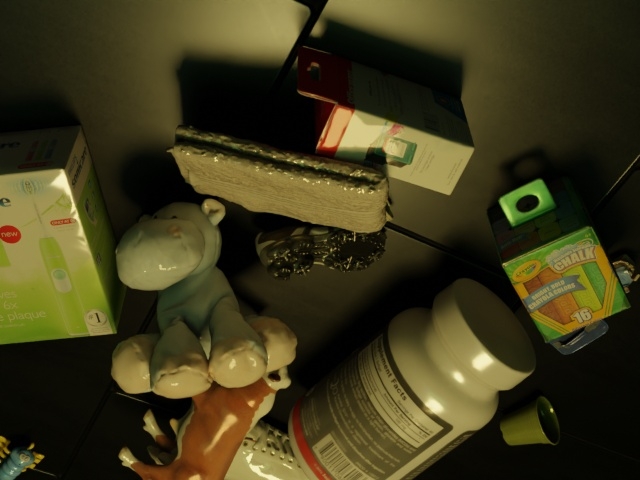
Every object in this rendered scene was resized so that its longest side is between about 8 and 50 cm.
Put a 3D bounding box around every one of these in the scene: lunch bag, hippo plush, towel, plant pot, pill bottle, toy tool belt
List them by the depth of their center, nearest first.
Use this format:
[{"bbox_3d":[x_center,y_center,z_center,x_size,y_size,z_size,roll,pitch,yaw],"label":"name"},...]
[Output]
[{"bbox_3d":[-0.051,-0.073,1.221,0.282,0.049,0.187,13,167,5],"label":"towel"},{"bbox_3d":[-0.157,0.063,1.301,0.234,0.294,0.236,-4,101,24],"label":"hippo plush"},{"bbox_3d":[0.437,0.062,1.414,0.052,0.051,0.083,35,119,-24],"label":"toy tool belt"},{"bbox_3d":[0.137,0.233,1.439,0.210,0.210,0.363,34,119,-23],"label":"pill bottle"},{"bbox_3d":[0.386,0.128,1.454,0.067,0.065,0.098,38,117,-25],"label":"lunch bag"},{"bbox_3d":[0.348,0.311,1.589,0.079,0.083,0.083,-24,124,31],"label":"plant pot"}]

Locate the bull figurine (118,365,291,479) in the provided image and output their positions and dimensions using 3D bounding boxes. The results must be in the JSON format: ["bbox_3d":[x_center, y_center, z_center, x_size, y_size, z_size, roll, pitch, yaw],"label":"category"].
[{"bbox_3d":[-0.179,0.274,1.484,0.188,0.101,0.310,28,101,5],"label":"bull figurine"}]

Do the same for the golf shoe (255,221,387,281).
[{"bbox_3d":[0.000,0.000,1.354,0.198,0.094,0.077,-4,118,-29],"label":"golf shoe"}]

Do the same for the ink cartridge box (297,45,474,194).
[{"bbox_3d":[0.068,-0.154,1.195,0.231,0.134,0.078,17,124,-12],"label":"ink cartridge box"}]

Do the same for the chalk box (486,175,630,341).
[{"bbox_3d":[0.323,0.010,1.322,0.132,0.132,0.213,-26,123,17],"label":"chalk box"}]

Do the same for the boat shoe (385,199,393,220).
[{"bbox_3d":[0.070,-0.077,1.304,0.043,0.049,0.137,-1,134,16],"label":"boat shoe"}]

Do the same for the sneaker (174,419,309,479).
[{"bbox_3d":[-0.100,0.349,1.585,0.290,0.106,0.123,7,129,-4],"label":"sneaker"}]

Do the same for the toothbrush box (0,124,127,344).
[{"bbox_3d":[-0.405,-0.002,1.310,0.206,0.122,0.283,-5,125,3],"label":"toothbrush box"}]

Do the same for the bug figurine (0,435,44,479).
[{"bbox_3d":[-0.630,0.371,1.614,0.279,0.072,0.216,30,121,-22],"label":"bug figurine"}]
